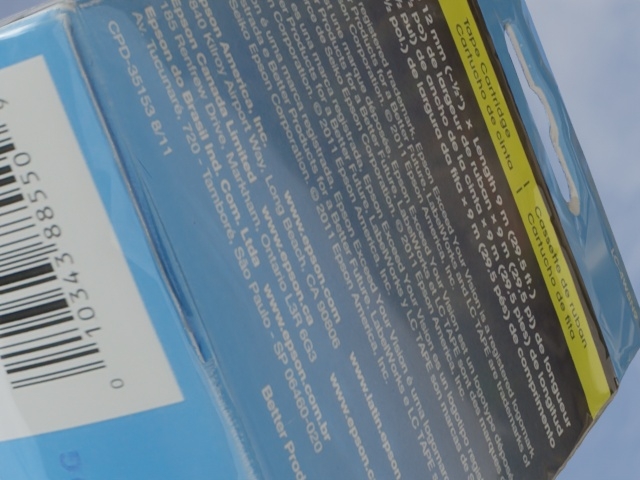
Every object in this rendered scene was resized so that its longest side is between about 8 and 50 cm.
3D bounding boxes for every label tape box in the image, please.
[{"bbox_3d":[0.000,0.000,0.697,0.348,0.115,0.249,-39,-71,-60],"label":"label tape box"}]
